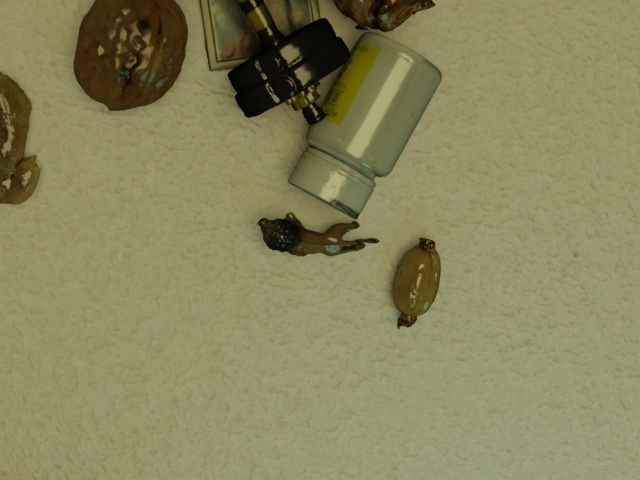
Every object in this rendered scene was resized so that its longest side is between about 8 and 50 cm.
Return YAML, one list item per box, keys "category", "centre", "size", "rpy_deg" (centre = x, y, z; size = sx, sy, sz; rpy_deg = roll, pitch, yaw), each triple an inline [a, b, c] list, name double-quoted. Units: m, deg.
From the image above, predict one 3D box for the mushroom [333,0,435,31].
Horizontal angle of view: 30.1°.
- category: "mushroom"
  centre: [0.078, -0.445, 1.716]
  size: [0.195, 0.263, 0.283]
  rpy_deg: [-8, 113, 32]

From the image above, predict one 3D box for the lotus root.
- category: "lotus root"
  centre: [0.151, 0.069, 1.874]
  size: [0.073, 0.062, 0.150]
  rpy_deg: [11, 96, -35]

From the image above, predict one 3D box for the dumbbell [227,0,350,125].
- category: "dumbbell"
  centre: [-0.098, -0.338, 1.694]
  size: [0.185, 0.185, 0.388]
  rpy_deg: [-32, 102, -6]

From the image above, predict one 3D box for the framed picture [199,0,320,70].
- category: "framed picture"
  centre: [-0.096, -0.390, 1.791]
  size: [0.184, 0.016, 0.249]
  rpy_deg: [-9, 98, -11]

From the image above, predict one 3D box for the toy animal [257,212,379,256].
- category: "toy animal"
  centre: [-0.005, -0.003, 1.833]
  size: [0.220, 0.086, 0.069]
  rpy_deg: [1, 100, -30]

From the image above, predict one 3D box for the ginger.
- category: "ginger"
  centre: [-0.479, -0.136, 1.721]
  size: [0.133, 0.059, 0.214]
  rpy_deg: [-7, 100, -15]

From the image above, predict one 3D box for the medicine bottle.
- category: "medicine bottle"
  centre: [0.065, -0.171, 1.786]
  size: [0.143, 0.143, 0.258]
  rpy_deg: [27, 90, -13]

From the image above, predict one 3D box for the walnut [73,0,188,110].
- category: "walnut"
  centre: [-0.274, -0.271, 1.706]
  size: [0.156, 0.155, 0.184]
  rpy_deg: [18, 103, -13]
